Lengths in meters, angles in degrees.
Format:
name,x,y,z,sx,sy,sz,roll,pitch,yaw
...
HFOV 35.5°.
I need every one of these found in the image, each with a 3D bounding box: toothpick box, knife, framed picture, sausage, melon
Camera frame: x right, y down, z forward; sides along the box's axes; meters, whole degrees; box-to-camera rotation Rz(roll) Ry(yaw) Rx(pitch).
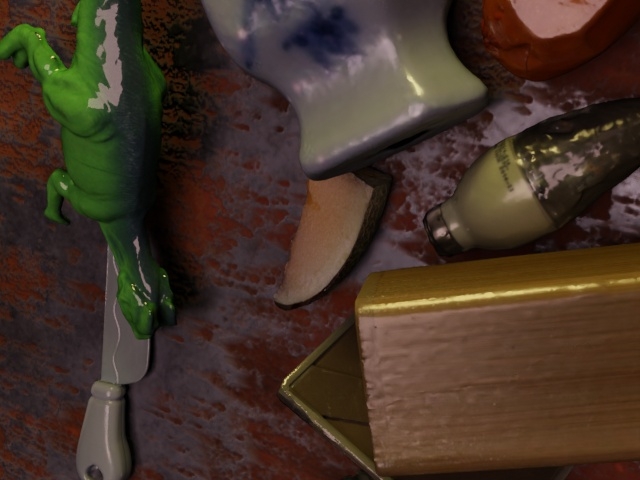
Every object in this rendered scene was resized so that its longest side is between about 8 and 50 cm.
name,x,y,z,sx,sy,sz,roll,pitch,yaw
toothpick box,0.194,0.093,0.831,0.308,0.190,0.188,-6,100,10
knife,-0.243,0.152,1.213,0.080,0.044,0.332,15,103,24
framed picture,0.114,0.162,0.951,0.260,0.189,0.023,38,150,16
sausage,0.236,-0.242,0.825,0.133,0.133,0.258,44,114,13
melon,0.007,0.001,1.040,0.098,0.054,0.182,25,111,28

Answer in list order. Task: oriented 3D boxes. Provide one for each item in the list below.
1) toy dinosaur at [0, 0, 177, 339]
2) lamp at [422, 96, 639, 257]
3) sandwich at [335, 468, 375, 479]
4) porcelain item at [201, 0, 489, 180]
name,x,y,z,sx,sy,sz,roll,pitch,yaw
toy dinosaur,-0.188,-0.125,0.990,0.500,0.144,0.375,-41,70,58
lamp,0.202,-0.056,0.897,0.250,0.101,0.101,-29,86,21
sandwich,0.028,0.379,0.960,0.131,0.262,0.325,23,77,33
porcelain item,-0.005,-0.273,0.916,0.242,0.178,0.405,-24,89,29
